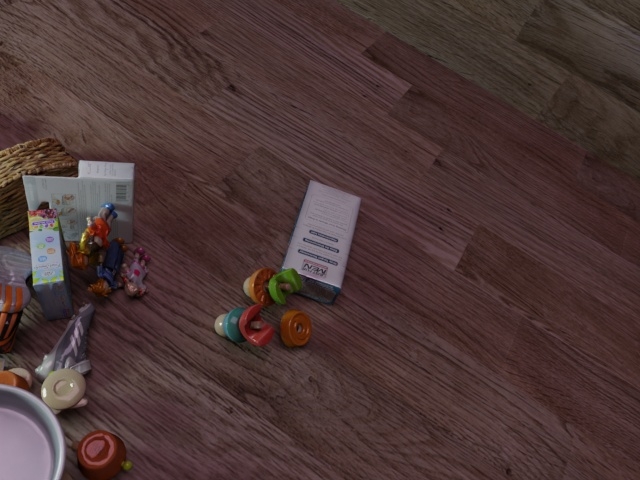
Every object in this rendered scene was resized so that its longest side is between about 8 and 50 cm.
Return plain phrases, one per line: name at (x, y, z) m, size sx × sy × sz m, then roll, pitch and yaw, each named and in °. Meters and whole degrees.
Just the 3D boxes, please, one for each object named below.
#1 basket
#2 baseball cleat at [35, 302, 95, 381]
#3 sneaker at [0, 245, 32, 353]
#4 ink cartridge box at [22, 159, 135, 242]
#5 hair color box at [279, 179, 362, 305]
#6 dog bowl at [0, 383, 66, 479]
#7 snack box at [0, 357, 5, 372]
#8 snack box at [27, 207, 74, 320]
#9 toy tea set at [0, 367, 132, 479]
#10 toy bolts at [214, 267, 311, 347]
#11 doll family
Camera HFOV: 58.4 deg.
basket at (-0.796, -0.169, 1.448) m, size 0.299 × 0.213 × 0.223 m, roll -32°, pitch 70°, yaw -35°
baseball cleat at (-0.561, 0.248, 1.325) m, size 0.109 × 0.072 × 0.206 m, roll 33°, pitch 54°, yaw -11°
sneaker at (-0.740, 0.139, 1.300) m, size 0.124 × 0.180 × 0.321 m, roll 20°, pitch 14°, yaw -28°
ink cartridge box at (-0.587, -0.090, 1.421) m, size 0.238 × 0.275 × 0.060 m, roll 2°, pitch 56°, yaw -19°
hair color box at (0.000, 0.000, 1.667) m, size 0.173 × 0.105 × 0.347 m, roll 19°, pitch 50°, yaw -4°
dog bowl at (-0.590, 0.392, 0.993) m, size 0.264 × 0.104 × 0.265 m, roll 16°, pitch 54°, yaw -23°
snack box at (-0.749, 0.366, 1.113) m, size 0.187 × 0.060 × 0.322 m, roll 28°, pitch 42°, yaw -40°
snack box at (-0.638, 0.058, 1.359) m, size 0.070 × 0.174 × 0.207 m, roll -8°, pitch 58°, yaw -20°
toy tea set at (-0.544, 0.391, 1.180) m, size 0.200 × 0.124 × 0.336 m, roll -28°, pitch 69°, yaw -25°
toy bolts at (-0.156, 0.201, 1.480) m, size 0.228 × 0.158 × 0.218 m, roll -37°, pitch 113°, yaw -46°
doll family at (-0.531, 0.049, 1.408) m, size 0.118 × 0.263 × 0.163 m, roll -12°, pitch 43°, yaw 14°
